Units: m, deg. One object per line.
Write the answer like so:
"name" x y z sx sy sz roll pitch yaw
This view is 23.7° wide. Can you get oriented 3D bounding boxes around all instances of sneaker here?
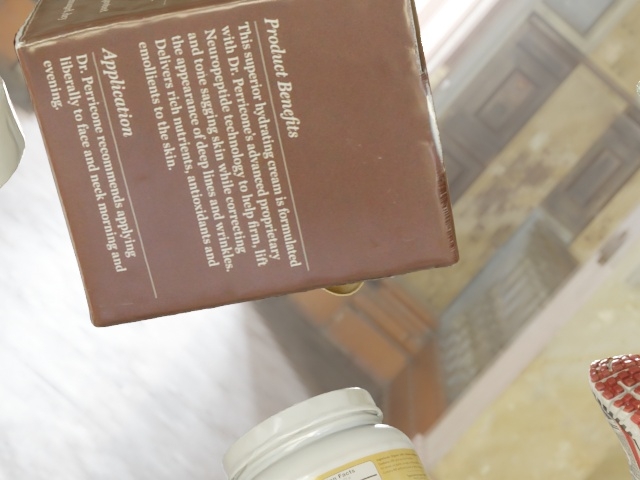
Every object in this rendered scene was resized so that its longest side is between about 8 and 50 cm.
"sneaker" 0.303 0.185 1.398 0.225 0.088 0.093 -107 -166 -55

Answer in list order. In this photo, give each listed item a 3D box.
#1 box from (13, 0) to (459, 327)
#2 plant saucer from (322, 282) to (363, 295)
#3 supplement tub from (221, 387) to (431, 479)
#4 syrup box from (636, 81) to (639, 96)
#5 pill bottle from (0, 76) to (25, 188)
"box" -0.042 -0.074 0.847 0.167 0.203 0.168 -94 173 -67
"plant saucer" 0.000 0.000 1.028 0.083 0.015 0.083 30 49 -40
"supplement tub" 0.024 0.221 1.084 0.200 0.144 0.144 62 16 22
"syrup box" 0.251 -0.156 0.712 0.096 0.237 0.093 29 30 6
"pill bottle" -0.313 -0.177 0.845 0.210 0.210 0.363 -125 -167 -58
